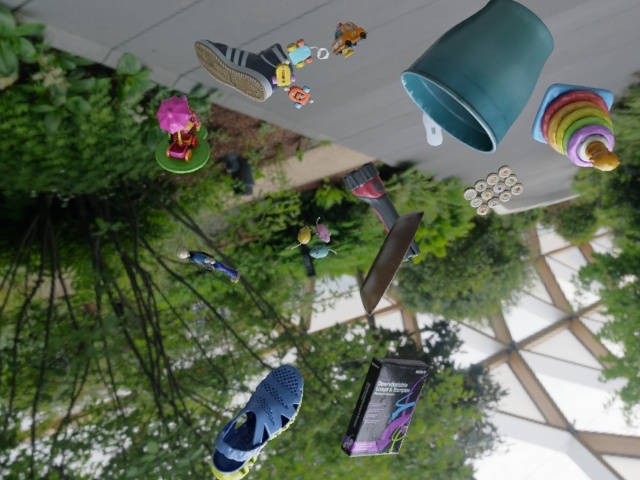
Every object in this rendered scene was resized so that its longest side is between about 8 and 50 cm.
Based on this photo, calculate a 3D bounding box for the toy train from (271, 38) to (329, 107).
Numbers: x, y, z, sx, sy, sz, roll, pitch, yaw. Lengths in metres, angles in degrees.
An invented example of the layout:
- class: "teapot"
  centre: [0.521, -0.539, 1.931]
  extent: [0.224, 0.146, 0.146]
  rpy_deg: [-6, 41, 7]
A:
- class: "toy train"
  centre: [-0.054, -0.424, 1.392]
  extent: [0.125, 0.046, 0.166]
  rpy_deg: [14, 123, -26]

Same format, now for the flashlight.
- class: "flashlight"
  centre: [0.181, -0.080, 1.643]
  extent: [0.103, 0.304, 0.103]
  rpy_deg: [-28, -171, 13]

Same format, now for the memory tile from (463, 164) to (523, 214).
- class: "memory tile"
  centre: [0.486, -0.139, 1.556]
  extent: [0.148, 0.113, 0.012]
  rpy_deg: [-33, -148, 21]

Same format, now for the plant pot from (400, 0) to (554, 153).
- class: "plant pot"
  centre: [0.365, -0.378, 1.236]
  extent: [0.255, 0.272, 0.271]
  rpy_deg: [-49, 173, 3]

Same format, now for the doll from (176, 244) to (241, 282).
- class: "doll"
  centre: [-0.316, 0.060, 1.560]
  extent: [0.189, 0.046, 0.129]
  rpy_deg: [28, 171, -20]

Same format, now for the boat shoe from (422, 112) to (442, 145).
- class: "boat shoe"
  centre: [0.429, -0.453, 2.066]
  extent: [0.080, 0.076, 0.228]
  rpy_deg: [2, 150, 19]

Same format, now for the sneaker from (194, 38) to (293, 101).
- class: "sneaker"
  centre: [-0.203, -0.493, 1.517]
  extent: [0.153, 0.282, 0.099]
  rpy_deg: [-44, 157, -25]

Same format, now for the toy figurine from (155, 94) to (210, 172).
- class: "toy figurine"
  centre: [-0.324, -0.275, 1.301]
  extent: [0.130, 0.173, 0.159]
  rpy_deg: [13, 144, 3]

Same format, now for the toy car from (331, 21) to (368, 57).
- class: "toy car"
  centre: [0.030, -0.309, 0.866]
  extent: [0.060, 0.040, 0.122]
  rpy_deg: [-33, -169, -8]

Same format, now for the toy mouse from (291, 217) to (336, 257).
- class: "toy mouse"
  centre: [0.000, 0.000, 1.740]
  extent: [0.031, 0.143, 0.161]
  rpy_deg: [-37, -157, 51]

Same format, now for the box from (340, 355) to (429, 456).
- class: "box"
  centre: [0.107, 0.270, 0.900]
  extent: [0.116, 0.162, 0.029]
  rpy_deg: [13, -173, -38]

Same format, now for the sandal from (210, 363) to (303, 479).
- class: "sandal"
  centre: [-0.150, 0.436, 1.353]
  extent: [0.317, 0.126, 0.138]
  rpy_deg: [-53, 160, -27]

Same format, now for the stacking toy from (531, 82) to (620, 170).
- class: "stacking toy"
  centre: [0.638, -0.243, 1.323]
  extent: [0.175, 0.165, 0.302]
  rpy_deg: [7, -144, -1]

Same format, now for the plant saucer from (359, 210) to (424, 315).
- class: "plant saucer"
  centre: [0.112, 0.031, 0.927]
  extent: [0.036, 0.198, 0.198]
  rpy_deg: [28, 172, 4]
